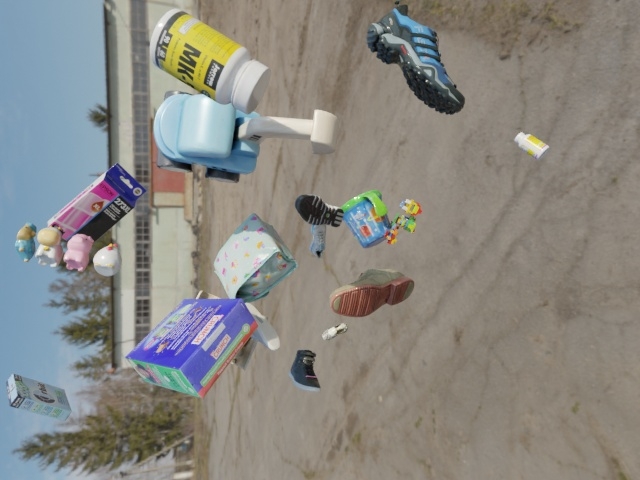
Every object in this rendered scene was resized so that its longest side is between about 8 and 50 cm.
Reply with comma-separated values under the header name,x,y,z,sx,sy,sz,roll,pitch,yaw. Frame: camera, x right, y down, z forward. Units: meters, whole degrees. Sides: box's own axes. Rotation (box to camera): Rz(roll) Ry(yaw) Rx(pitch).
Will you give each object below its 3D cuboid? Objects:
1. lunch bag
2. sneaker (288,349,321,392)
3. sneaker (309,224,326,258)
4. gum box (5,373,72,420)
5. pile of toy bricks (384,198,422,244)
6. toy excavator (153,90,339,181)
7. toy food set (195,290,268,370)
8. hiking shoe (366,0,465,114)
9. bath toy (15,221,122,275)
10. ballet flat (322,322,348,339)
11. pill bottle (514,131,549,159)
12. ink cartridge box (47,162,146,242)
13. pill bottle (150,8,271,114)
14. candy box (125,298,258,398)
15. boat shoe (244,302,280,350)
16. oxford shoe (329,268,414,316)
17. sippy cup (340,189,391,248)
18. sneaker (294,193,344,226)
name,x,y,z,sx,sy,sz,roll,pitch,yaw
lunch bag,-0.245,0.080,1.490,0.262,0.160,0.223,-44,52,6
sneaker,-0.061,0.578,1.919,0.295,0.104,0.147,5,78,69
sneaker,0.000,0.000,1.874,0.083,0.071,0.191,-121,27,-46
gum box,-0.951,0.529,1.435,0.156,0.184,0.041,20,73,49
pile of toy bricks,0.370,-0.070,1.852,0.213,0.105,0.118,-64,5,7
toy excavator,-0.219,-0.285,1.149,0.445,0.432,0.223,-173,91,-68
toy food set,-0.386,0.352,1.683,0.092,0.305,0.220,80,-148,-75
hiking shoe,0.254,-0.443,1.028,0.304,0.132,0.113,45,178,-1
bath toy,-0.912,0.029,1.575,0.151,0.347,0.129,119,160,-45
ballet flat,0.055,0.320,1.518,0.041,0.114,0.041,22,119,48
pill bottle,0.560,-0.253,1.130,0.083,0.043,0.043,47,140,27
ink cartridge box,-0.925,-0.137,1.780,0.069,0.371,0.176,33,165,49
pill bottle,-0.210,-0.343,0.831,0.119,0.208,0.119,-60,2,3
candy box,-0.383,0.304,1.273,0.316,0.268,0.122,-8,122,42
boat shoe,-0.205,0.288,1.369,0.184,0.066,0.063,45,115,9
oxford shoe,0.180,0.194,1.662,0.146,0.396,0.141,42,126,45
sippy cup,0.235,-0.091,2.074,0.224,0.239,0.305,64,-165,12
sneaker,-0.045,-0.122,1.639,0.162,0.281,0.107,23,92,36
